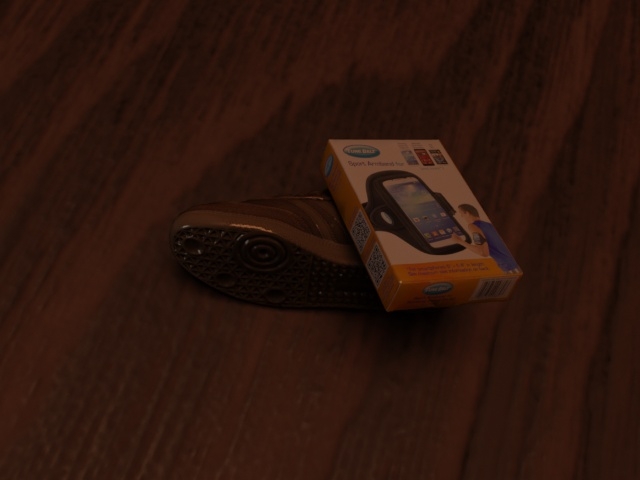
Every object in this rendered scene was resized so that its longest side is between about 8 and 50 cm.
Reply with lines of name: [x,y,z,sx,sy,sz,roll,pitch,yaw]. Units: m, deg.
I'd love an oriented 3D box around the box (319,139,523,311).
box: [0.054,-0.019,0.491,0.081,0.028,0.136,-3,49,-24]

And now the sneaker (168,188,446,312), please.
sneaker: [0.000,0.000,0.521,0.188,0.066,0.071,11,44,-11]
